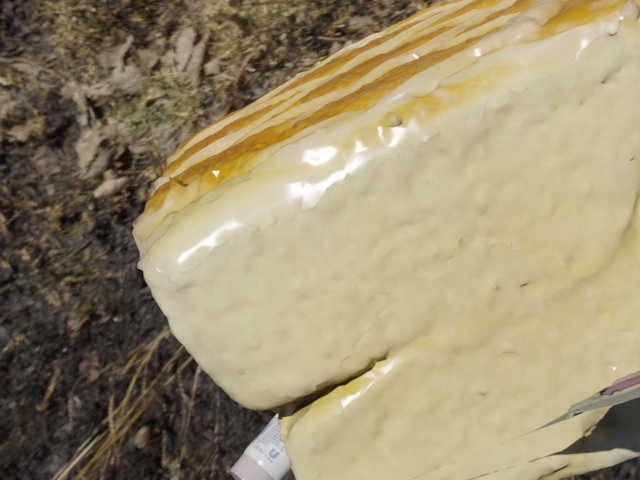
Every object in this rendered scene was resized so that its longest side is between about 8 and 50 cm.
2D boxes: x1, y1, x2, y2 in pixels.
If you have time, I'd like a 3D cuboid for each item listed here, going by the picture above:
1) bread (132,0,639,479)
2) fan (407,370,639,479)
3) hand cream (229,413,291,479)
[{"bbox_3d":[0.099,-0.015,0.643,0.389,0.371,0.280,-24,104,0],"label":"bread"},{"bbox_3d":[0.132,0.073,0.418,0.310,0.182,0.010,-27,75,18],"label":"fan"},{"bbox_3d":[-0.057,0.350,1.620,0.248,0.133,0.083,-46,125,-18],"label":"hand cream"}]
